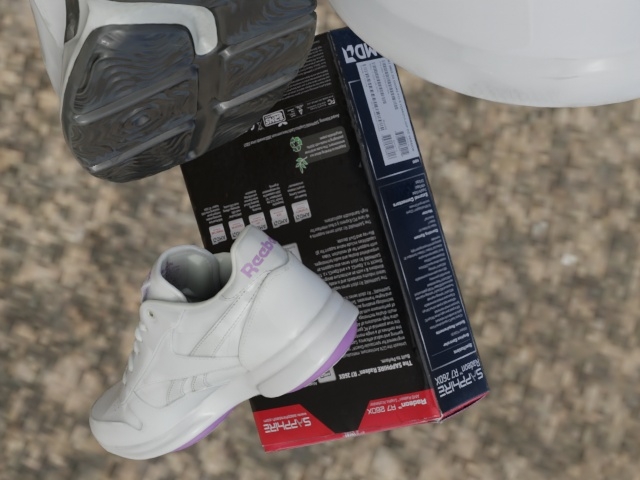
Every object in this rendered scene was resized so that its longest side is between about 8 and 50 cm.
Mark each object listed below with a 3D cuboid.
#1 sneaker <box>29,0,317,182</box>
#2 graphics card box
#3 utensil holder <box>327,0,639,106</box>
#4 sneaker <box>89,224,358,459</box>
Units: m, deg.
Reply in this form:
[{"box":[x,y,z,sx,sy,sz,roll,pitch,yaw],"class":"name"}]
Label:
[{"box":[-0.135,-0.226,1.134,0.169,0.257,0.447,-26,158,-8],"class":"sneaker"},{"box":[0.000,0.000,1.809,0.094,0.232,0.371,-20,93,-49],"class":"graphics card box"},{"box":[0.146,-0.325,1.118,0.327,0.327,0.385,-43,153,-26],"class":"utensil holder"},{"box":[-0.105,0.078,1.576,0.152,0.305,0.114,47,41,-13],"class":"sneaker"}]
